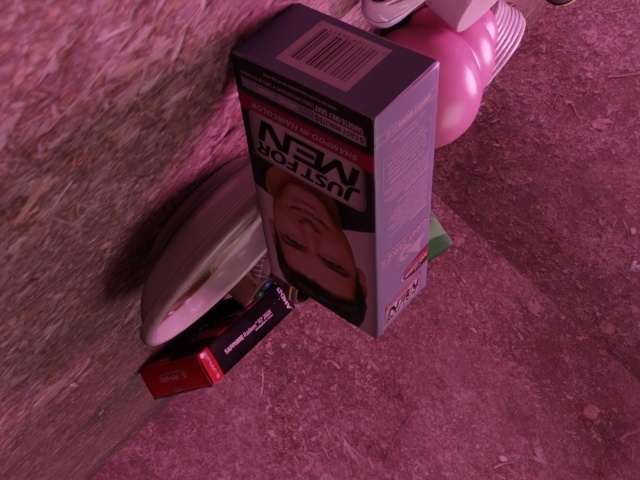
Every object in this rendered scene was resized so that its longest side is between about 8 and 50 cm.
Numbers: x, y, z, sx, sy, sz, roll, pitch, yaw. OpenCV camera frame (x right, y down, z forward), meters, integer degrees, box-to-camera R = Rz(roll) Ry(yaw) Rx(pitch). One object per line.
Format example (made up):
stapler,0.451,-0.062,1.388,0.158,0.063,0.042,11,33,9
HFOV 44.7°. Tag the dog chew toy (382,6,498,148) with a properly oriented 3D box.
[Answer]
dog chew toy,0.202,-0.303,1.325,0.332,0.206,0.206,-53,180,-36

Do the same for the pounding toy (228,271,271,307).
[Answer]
pounding toy,-0.123,0.047,1.891,0.181,0.094,0.206,-43,175,-35

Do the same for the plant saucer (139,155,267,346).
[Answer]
plant saucer,-0.143,-0.017,1.160,0.400,0.100,0.400,-46,176,-4

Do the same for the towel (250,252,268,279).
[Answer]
towel,-0.008,0.023,1.586,0.235,0.284,0.121,120,-20,-76

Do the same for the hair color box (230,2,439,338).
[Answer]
hair color box,0.024,-0.065,0.911,0.113,0.185,0.374,-45,150,-27

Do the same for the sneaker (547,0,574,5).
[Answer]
sneaker,0.503,-0.638,1.452,0.202,0.185,0.483,-35,161,-27

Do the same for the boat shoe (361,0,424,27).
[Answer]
boat shoe,0.146,-0.358,0.983,0.226,0.083,0.076,-46,175,3

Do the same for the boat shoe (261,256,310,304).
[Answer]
boat shoe,0.000,0.000,1.325,0.116,0.097,0.324,-28,164,-39

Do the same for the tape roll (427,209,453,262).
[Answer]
tape roll,0.129,-0.103,1.457,0.077,0.321,0.321,-34,177,7

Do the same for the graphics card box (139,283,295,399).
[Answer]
graphics card box,-0.253,0.247,1.964,0.233,0.094,0.371,-21,-168,40

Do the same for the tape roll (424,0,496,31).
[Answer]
tape roll,0.261,-0.449,1.146,0.286,0.100,0.286,-46,176,-4

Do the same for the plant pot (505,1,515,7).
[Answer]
plant pot,0.455,-0.579,2.185,0.236,0.032,0.236,-47,176,-4

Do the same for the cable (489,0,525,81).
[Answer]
cable,0.289,-0.376,1.564,0.257,0.089,0.257,-46,-161,21
